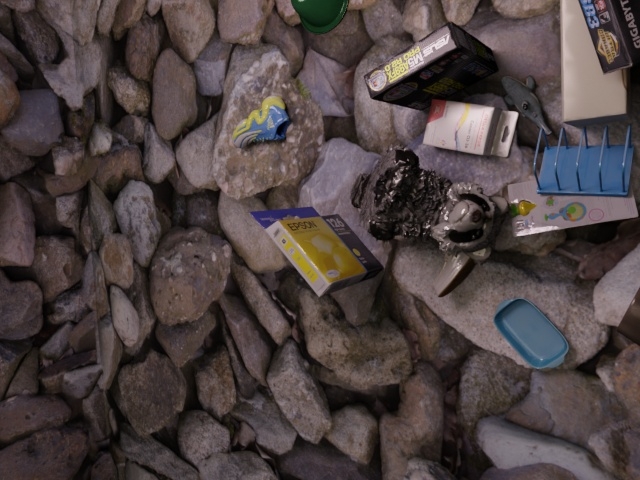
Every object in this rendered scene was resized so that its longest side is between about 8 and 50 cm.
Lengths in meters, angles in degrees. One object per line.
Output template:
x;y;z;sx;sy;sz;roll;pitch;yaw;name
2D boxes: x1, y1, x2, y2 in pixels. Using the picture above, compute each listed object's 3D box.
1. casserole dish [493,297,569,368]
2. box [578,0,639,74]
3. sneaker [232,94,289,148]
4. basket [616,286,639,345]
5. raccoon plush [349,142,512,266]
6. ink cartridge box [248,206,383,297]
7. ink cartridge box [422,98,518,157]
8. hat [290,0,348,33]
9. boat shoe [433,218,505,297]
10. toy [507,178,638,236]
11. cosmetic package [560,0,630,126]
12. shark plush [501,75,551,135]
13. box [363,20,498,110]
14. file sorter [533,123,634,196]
0.511;0.221;1.129;0.188;0.037;0.114;51;123;19;casserole dish
0.575;-0.483;0.791;0.295;0.294;0.073;65;172;-9;box
-0.192;-0.355;1.517;0.240;0.091;0.126;-40;75;33;sneaker
0.722;0.177;0.899;0.227;0.154;0.204;28;107;34;basket
0.264;-0.104;1.159;0.299;0.446;0.216;19;110;-10;raccoon plush
0.000;0.000;1.302;0.307;0.304;0.072;51;120;17;ink cartridge box
0.363;-0.273;1.134;0.198;0.067;0.115;19;108;33;ink cartridge box
-0.056;-0.685;1.300;0.209;0.184;0.172;-5;95;37;hat
0.356;0.016;1.176;0.096;0.098;0.277;39;108;27;boat shoe
0.546;-0.081;1.025;0.237;0.056;0.136;-9;63;29;toy
0.547;-0.392;0.922;0.113;0.160;0.309;-1;98;36;cosmetic package
0.462;-0.301;1.056;0.073;0.067;0.161;-24;83;37;shark plush
0.260;-0.384;1.066;0.216;0.270;0.060;-22;83;36;box
0.545;-0.169;0.967;0.170;0.104;0.118;7;71;35;file sorter
